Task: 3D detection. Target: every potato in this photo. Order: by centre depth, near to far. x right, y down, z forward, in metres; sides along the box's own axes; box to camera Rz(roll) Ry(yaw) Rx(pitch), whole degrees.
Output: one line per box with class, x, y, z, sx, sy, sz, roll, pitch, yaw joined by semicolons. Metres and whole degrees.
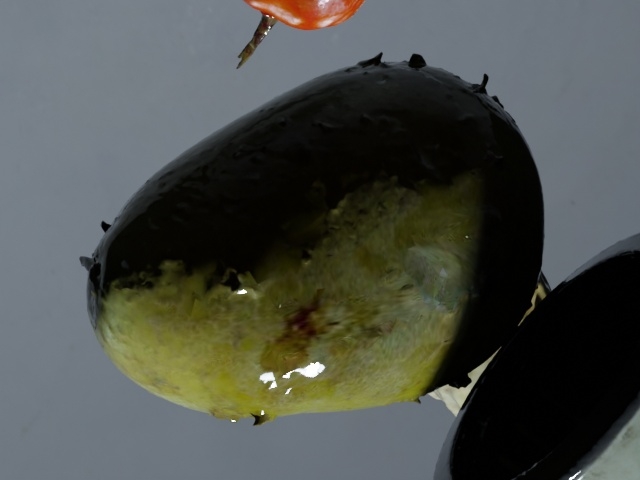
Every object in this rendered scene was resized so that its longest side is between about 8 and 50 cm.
potato;0.001;0.019;1.138;0.359;0.219;0.269;-26;104;-15

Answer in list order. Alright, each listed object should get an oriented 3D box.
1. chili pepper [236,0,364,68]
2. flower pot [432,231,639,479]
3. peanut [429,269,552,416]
chili pepper;-0.009;-0.162;0.832;0.084;0.086;0.192;29;131;-8
flower pot;0.302;0.198;1.181;0.330;0.293;0.293;38;98;-12
peanut;0.139;0.050;1.428;0.158;0.174;0.340;-33;105;-27
